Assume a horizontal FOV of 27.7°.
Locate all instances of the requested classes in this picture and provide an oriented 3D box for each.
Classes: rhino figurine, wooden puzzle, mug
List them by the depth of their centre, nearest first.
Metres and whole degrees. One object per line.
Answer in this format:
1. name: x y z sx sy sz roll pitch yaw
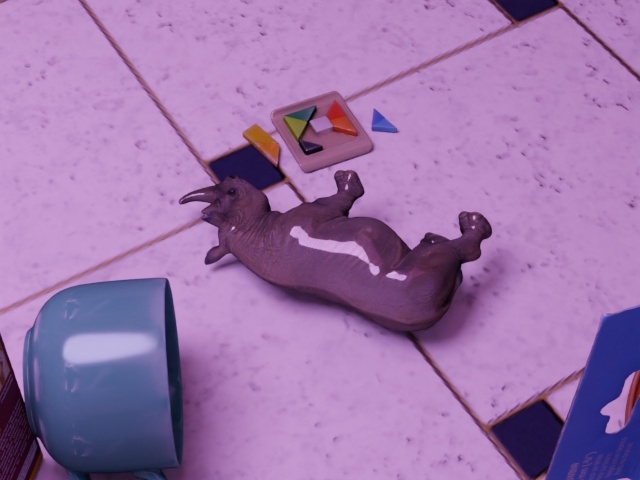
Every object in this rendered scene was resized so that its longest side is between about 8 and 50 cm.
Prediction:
1. mug: -0.147 0.104 0.878 0.097 0.129 0.158 -4 51 -2
2. rhino figurine: 0.000 0.000 0.997 0.243 0.073 0.106 17 51 15
3. wooden puzzle: -0.001 -0.095 1.107 0.116 0.014 0.078 -25 56 -19

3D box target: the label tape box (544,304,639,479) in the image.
1. label tape box: 0.318 0.096 0.781 0.333 0.241 0.106 -18 56 -13

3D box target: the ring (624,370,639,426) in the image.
1. ring: 0.384 0.149 0.910 0.336 0.032 0.337 1 53 -1

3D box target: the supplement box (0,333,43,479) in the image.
1. supplement box: -0.246 0.125 0.822 0.080 0.188 0.104 11 53 9
